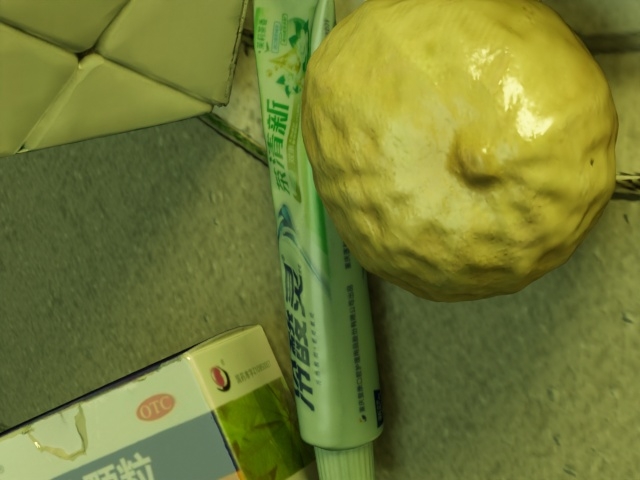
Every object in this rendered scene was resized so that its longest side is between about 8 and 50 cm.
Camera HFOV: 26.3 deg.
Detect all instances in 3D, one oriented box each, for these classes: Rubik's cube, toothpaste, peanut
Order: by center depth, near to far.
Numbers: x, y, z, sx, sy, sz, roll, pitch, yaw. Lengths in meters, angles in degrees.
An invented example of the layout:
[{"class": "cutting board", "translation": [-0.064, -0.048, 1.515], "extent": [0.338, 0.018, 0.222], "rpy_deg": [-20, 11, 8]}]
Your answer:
[{"class": "peanut", "translation": [0.058, -0.044, 0.608], "extent": [0.159, 0.109, 0.140], "rpy_deg": [-4, 112, 54]}, {"class": "Rubik's cube", "translation": [-0.183, -0.195, 0.724], "extent": [0.224, 0.231, 0.221], "rpy_deg": [48, 139, 35]}, {"class": "toothpaste", "translation": [0.000, 0.000, 0.756], "extent": [0.075, 0.048, 0.297], "rpy_deg": [13, 113, 55]}]

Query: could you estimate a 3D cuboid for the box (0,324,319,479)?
[{"class": "box", "translation": [-0.077, 0.228, 0.840], "extent": [0.200, 0.106, 0.299], "rpy_deg": [-25, 88, 23]}]
